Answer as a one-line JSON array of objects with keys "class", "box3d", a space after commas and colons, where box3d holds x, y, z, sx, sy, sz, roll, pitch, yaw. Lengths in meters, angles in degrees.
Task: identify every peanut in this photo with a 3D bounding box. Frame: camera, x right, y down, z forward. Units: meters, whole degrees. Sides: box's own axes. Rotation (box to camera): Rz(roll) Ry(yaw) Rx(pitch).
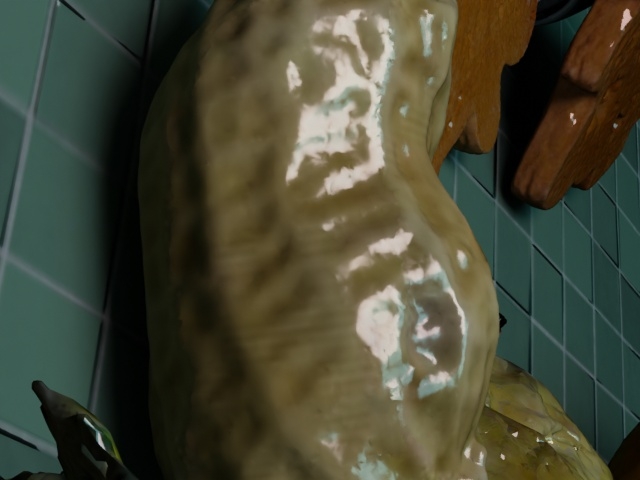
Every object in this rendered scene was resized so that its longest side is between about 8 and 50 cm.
[{"class": "peanut", "box3d": [0.000, 0.000, 0.589, 0.140, 0.153, 0.325, 27, 63, -60]}]

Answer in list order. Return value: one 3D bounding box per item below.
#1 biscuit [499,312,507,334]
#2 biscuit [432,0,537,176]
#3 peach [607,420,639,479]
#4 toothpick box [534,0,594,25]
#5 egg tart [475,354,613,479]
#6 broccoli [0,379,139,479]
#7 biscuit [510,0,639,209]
[{"class": "biscuit", "box3d": [0.065, 0.034, 0.771, 0.087, 0.027, 0.089, 30, 6, -4]}, {"class": "biscuit", "box3d": [0.081, -0.123, 0.857, 0.250, 0.036, 0.165, -49, 140, -48]}, {"class": "peach", "box3d": [0.337, 0.261, 0.891, 0.370, 0.370, 0.370, 30, 54, -53]}, {"class": "toothpick box", "box3d": [0.179, -0.228, 1.020, 0.184, 0.120, 0.120, -41, 115, -54]}, {"class": "egg tart", "box3d": [0.104, 0.142, 0.711, 0.232, 0.098, 0.252, 61, 8, -9]}, {"class": "broccoli", "box3d": [-0.100, 0.144, 0.420, 0.198, 0.177, 0.275, 48, -7, 13]}, {"class": "biscuit", "box3d": [0.231, -0.167, 0.999, 0.284, 0.043, 0.306, -41, 154, -41]}]
